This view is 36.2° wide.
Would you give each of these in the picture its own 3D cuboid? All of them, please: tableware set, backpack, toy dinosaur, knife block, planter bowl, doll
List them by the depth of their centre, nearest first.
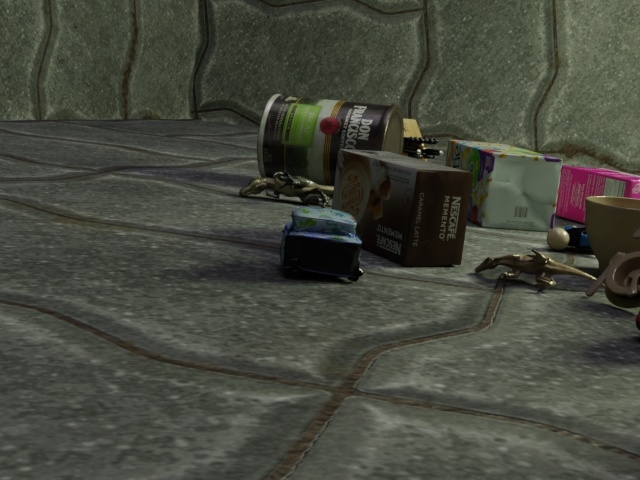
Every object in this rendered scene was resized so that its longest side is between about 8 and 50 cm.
[{"bbox_3d":[0.429,0.005,1.241,0.039,0.194,0.128,51,-17,-29],"label":"tableware set"},{"bbox_3d":[0.000,0.000,1.261,0.105,0.084,0.114,6,7,-8],"label":"backpack"},{"bbox_3d":[0.297,0.035,1.314,0.183,0.053,0.092,8,9,17],"label":"toy dinosaur"},{"bbox_3d":[0.467,-0.001,1.448,0.162,0.109,0.162,6,10,-1],"label":"planter bowl"},{"bbox_3d":[0.467,-0.003,1.648,0.189,0.046,0.129,3,9,-19],"label":"doll"},{"bbox_3d":[-0.027,-0.096,1.884,0.268,0.064,0.118,9,3,4],"label":"toy dinosaur"},{"bbox_3d":[0.208,-0.180,2.484,0.088,0.242,0.276,2,-35,-23],"label":"knife block"}]

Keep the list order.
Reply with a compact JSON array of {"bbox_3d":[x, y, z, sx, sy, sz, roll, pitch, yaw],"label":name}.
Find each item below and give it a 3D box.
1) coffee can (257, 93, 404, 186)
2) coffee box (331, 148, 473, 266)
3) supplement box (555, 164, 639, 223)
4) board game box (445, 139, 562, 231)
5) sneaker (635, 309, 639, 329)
[{"bbox_3d":[0.025,-0.205,2.123,0.275,0.202,0.201,8,10,16],"label":"coffee can"},{"bbox_3d":[0.114,-0.053,1.473,0.098,0.141,0.246,1,12,-26],"label":"coffee box"},{"bbox_3d":[0.591,-0.083,1.991,0.111,0.114,0.220,2,12,-26],"label":"supplement box"},{"bbox_3d":[0.351,-0.114,1.943,0.144,0.142,0.275,4,10,-11],"label":"board game box"},{"bbox_3d":[0.464,0.045,1.115,0.276,0.135,0.097,-1,10,-41],"label":"sneaker"}]
